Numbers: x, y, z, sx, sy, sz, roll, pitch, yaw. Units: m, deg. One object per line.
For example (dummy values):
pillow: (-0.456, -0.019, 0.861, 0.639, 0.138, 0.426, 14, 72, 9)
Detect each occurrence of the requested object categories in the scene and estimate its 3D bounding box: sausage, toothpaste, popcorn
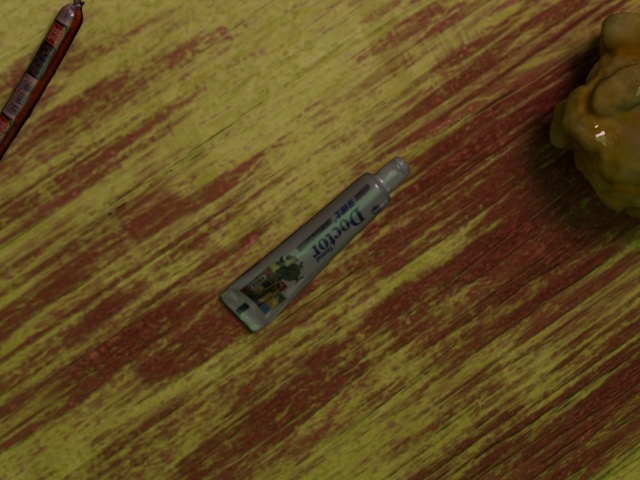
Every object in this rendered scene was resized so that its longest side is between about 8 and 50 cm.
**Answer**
sausage: (-0.281, -0.148, 0.849, 0.028, 0.025, 0.198, 31, 96, -8)
toothpaste: (0.000, 0.000, 0.979, 0.255, 0.037, 0.067, -42, 114, 3)
popcorn: (0.400, -0.133, 0.965, 0.286, 0.215, 0.252, 2, 112, -14)
